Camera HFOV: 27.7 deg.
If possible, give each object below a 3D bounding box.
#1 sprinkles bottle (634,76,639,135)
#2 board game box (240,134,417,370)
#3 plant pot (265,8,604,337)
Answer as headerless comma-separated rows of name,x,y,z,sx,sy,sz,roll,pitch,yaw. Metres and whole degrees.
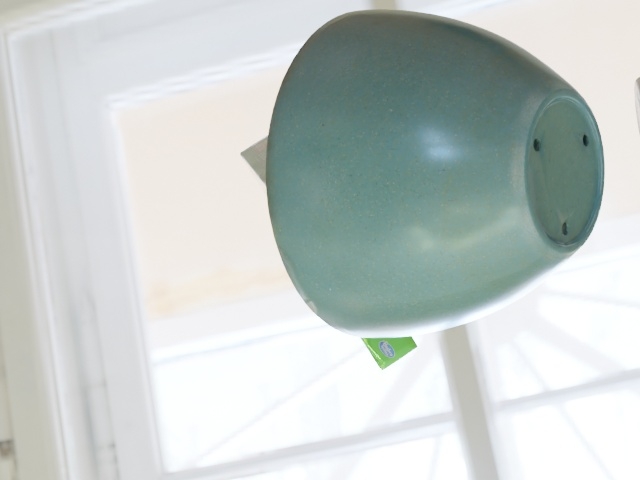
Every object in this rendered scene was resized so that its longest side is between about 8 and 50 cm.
sprinkles bottle,0.561,-0.170,1.546,0.355,0.121,0.121,-10,166,10
board game box,0.000,0.000,1.361,0.046,0.214,0.317,-33,-168,-2
plant pot,0.122,-0.056,1.093,0.195,0.290,0.290,2,176,39
